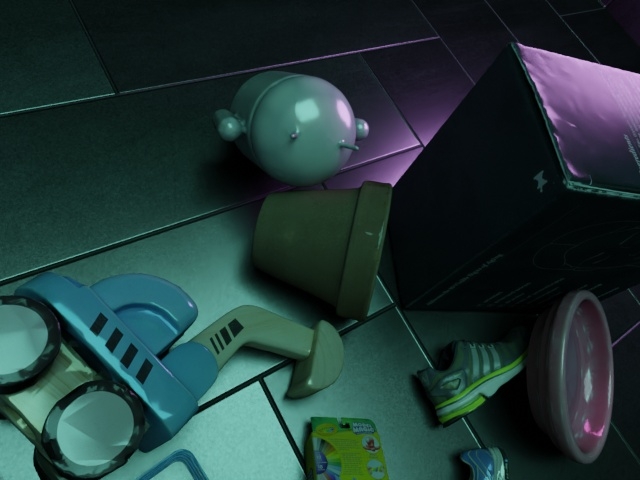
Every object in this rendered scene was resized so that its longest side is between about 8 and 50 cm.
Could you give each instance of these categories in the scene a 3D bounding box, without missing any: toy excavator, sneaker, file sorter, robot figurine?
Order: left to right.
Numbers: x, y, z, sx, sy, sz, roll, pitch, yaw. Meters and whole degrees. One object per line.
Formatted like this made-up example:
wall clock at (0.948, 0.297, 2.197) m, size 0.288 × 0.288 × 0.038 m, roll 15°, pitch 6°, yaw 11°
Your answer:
file sorter at (-0.210, 0.366, 0.646) m, size 0.118 × 0.170 × 0.104 m, roll -31°, pitch 75°, yaw -31°
toy excavator at (-0.212, 0.173, 0.719) m, size 0.433 × 0.222 × 0.445 m, roll 46°, pitch 48°, yaw -1°
robot figurine at (-0.060, -0.222, 0.922) m, size 0.300 × 0.199 × 0.353 m, roll -8°, pitch 24°, yaw -22°
sneaker at (0.321, 0.241, 0.952) m, size 0.300 × 0.111 × 0.121 m, roll -26°, pitch 71°, yaw -32°
sneaker at (0.294, 0.482, 0.844) m, size 0.081 × 0.080 × 0.211 m, roll 1°, pitch 63°, yaw 10°

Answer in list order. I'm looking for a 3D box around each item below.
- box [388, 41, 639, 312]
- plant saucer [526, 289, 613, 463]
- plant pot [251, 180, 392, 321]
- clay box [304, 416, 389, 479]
box at (0.453, -0.068, 0.938) m, size 0.472 × 0.480 × 0.297 m, roll 3°, pitch 62°, yaw -20°
plant saucer at (0.505, 0.266, 0.951) m, size 0.332 × 0.084 × 0.332 m, roll 4°, pitch 85°, yaw -45°
plant pot at (0.000, 0.000, 0.888) m, size 0.229 × 0.263 × 0.263 m, roll 13°, pitch 59°, yaw 5°
clay box at (0.047, 0.399, 0.763) m, size 0.128 × 0.053 × 0.222 m, roll 10°, pitch 36°, yaw -16°
